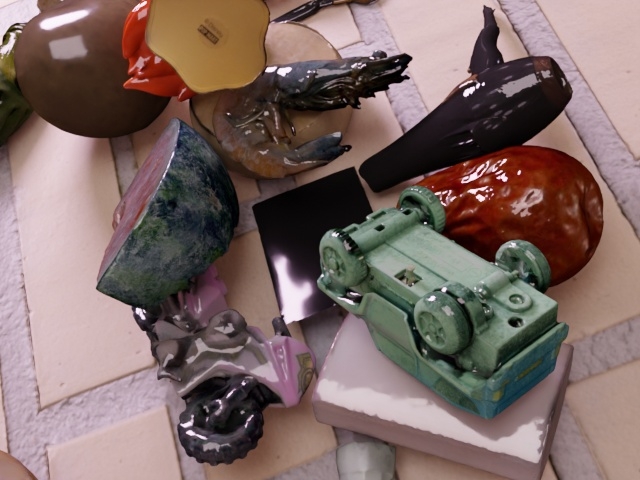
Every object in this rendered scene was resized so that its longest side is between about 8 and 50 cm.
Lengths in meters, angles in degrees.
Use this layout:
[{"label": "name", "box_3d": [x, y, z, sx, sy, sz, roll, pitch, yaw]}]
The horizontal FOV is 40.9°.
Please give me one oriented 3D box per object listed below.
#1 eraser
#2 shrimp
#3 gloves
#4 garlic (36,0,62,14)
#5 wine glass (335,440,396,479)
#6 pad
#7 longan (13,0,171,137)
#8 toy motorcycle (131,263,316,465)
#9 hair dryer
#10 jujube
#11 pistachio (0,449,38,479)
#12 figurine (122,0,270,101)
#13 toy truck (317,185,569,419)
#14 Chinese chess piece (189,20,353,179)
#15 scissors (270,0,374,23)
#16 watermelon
[{"label": "eraser", "box_3d": [0.145, 0.170, 1.015, 0.270, 0.095, 0.174, 13, 48, 20]}, {"label": "shrimp", "box_3d": [-0.014, -0.172, 1.161, 0.289, 0.075, 0.178, -5, 67, 9]}, {"label": "gloves", "box_3d": [-0.526, -0.257, 1.432, 0.107, 0.135, 0.268, -28, 43, 49]}, {"label": "garlic", "box_3d": [-0.411, -0.400, 1.491, 0.131, 0.127, 0.194, 21, 40, 5]}, {"label": "wine glass", "box_3d": [0.052, 0.314, 0.982, 0.073, 0.073, 0.155, -5, 64, 12]}, {"label": "pad", "box_3d": [0.000, 0.000, 1.176, 0.163, 0.004, 0.243, -21, 45, 3]}, {"label": "longan", "box_3d": [-0.345, -0.270, 1.321, 0.215, 0.246, 0.246, -46, 50, 34]}, {"label": "toy motorcycle", "box_3d": [-0.123, 0.135, 1.097, 0.188, 0.143, 0.327, -25, 43, -9]}, {"label": "hair dryer", "box_3d": [0.207, -0.226, 1.231, 0.303, 0.120, 0.359, -28, 31, 34]}, {"label": "jujube", "box_3d": [0.217, -0.027, 1.069, 0.255, 0.190, 0.190, 1, 61, 29]}, {"label": "pistachio", "box_3d": [-0.431, 0.433, 0.917, 0.365, 0.281, 0.445, -17, 54, 10]}, {"label": "figurine", "box_3d": [-0.182, -0.294, 1.191, 0.181, 0.208, 0.257, -1, 19, -14]}, {"label": "toy truck", "box_3d": [0.127, 0.063, 0.951, 0.155, 0.156, 0.279, -29, 43, -29]}, {"label": "Chinese chess piece", "box_3d": [-0.075, -0.211, 1.290, 0.249, 0.103, 0.250, -6, 61, 11]}, {"label": "scissors", "box_3d": [-0.008, -0.389, 1.422, 0.220, 0.017, 0.088, -25, 59, 1]}, {"label": "watermelon", "box_3d": [-0.207, -0.015, 1.163, 0.226, 0.148, 0.318, -32, 30, 39]}]
